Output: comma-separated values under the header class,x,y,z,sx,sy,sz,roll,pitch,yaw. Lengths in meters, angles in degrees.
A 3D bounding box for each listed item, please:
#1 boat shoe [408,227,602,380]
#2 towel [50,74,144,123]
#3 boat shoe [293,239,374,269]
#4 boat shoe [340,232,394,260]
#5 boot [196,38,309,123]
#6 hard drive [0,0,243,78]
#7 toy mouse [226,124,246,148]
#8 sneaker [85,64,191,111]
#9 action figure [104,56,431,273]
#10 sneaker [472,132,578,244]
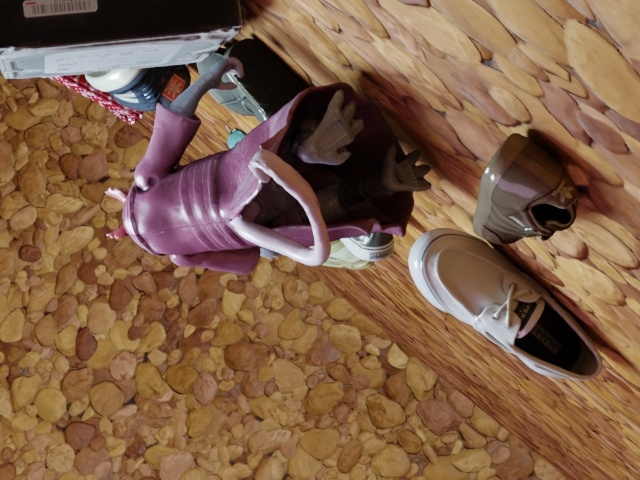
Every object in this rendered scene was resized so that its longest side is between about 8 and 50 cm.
class,x,y,z,sx,sy,sz,roll,pitch,yaw
boat shoe,0.211,0.071,1.477,0.258,0.095,0.084,32,175,-24
towel,-0.401,-0.297,2.201,0.275,0.031,0.199,28,-152,-13
boat shoe,0.000,0.000,2.183,0.089,0.104,0.285,45,173,-18
boat shoe,0.029,-0.055,1.785,0.219,0.078,0.070,40,141,45
boot,-0.067,-0.155,1.570,0.189,0.076,0.208,56,165,-9
hard drive,-0.218,-0.216,1.397,0.339,0.237,0.064,-166,69,-77
toy mouse,-0.115,-0.141,2.223,0.143,0.031,0.161,38,174,21
sneaker,-0.245,-0.242,1.903,0.148,0.131,0.350,35,-178,-18
action figure,-0.085,-0.027,1.376,0.370,0.275,0.248,-12,119,31
sneaker,0.167,-0.022,1.082,0.071,0.066,0.188,38,175,16
